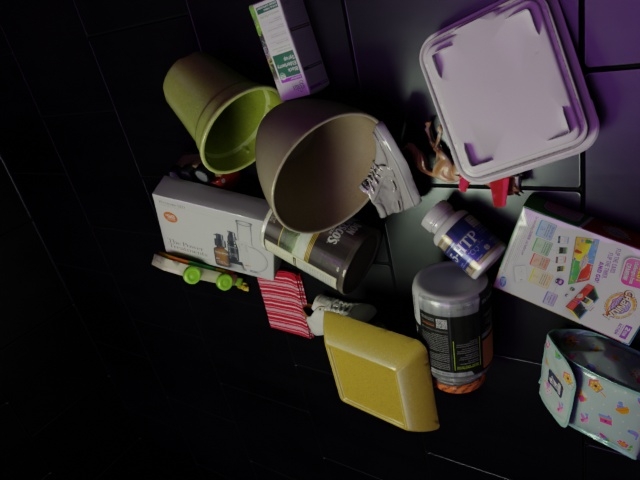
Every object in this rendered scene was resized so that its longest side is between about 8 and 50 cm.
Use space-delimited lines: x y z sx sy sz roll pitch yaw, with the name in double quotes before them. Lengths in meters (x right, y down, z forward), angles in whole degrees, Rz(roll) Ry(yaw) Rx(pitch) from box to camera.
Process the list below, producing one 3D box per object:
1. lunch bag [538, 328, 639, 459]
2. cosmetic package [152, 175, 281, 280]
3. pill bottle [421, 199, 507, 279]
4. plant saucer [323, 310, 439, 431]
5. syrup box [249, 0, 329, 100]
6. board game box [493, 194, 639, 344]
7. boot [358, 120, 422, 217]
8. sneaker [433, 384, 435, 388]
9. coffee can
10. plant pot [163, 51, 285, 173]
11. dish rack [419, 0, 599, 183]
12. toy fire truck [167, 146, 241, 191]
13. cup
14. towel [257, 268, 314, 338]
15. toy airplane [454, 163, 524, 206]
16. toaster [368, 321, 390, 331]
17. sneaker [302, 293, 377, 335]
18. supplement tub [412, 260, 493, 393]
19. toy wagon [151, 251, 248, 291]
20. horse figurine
"lunch bag" 0.646 0.346 1.283 0.262 0.160 0.223 22 134 40
"cosmetic package" -0.309 -0.033 1.693 0.378 0.097 0.284 14 139 7
"pill bottle" 0.338 -0.007 1.304 0.187 0.112 0.112 44 137 18
"plant saucer" 0.148 0.381 1.509 0.333 0.081 0.332 13 131 38
"syrup box" -0.073 -0.471 1.324 0.093 0.096 0.236 -2 116 39
"board game box" 0.575 0.065 1.208 0.317 0.064 0.242 25 131 22
"boot" 0.147 -0.155 1.295 0.124 0.095 0.258 -26 129 8
"sneaker" 0.307 0.386 1.627 0.072 0.077 0.178 8 124 35
"coffee can" 0.000 0.000 1.512 0.276 0.201 0.201 28 132 20
"plant pot" -0.278 -0.365 1.464 0.254 0.276 0.276 45 137 21
"dish rack" 0.355 -0.291 1.069 0.286 0.072 0.332 -18 96 33
"toy fire truck" -0.342 -0.159 1.733 0.217 0.158 0.246 4 142 42
"cup" -0.031 -0.215 1.345 0.237 0.331 0.330 47 142 37
"towel" -0.127 0.211 1.880 0.199 0.031 0.274 9 124 34
"toy airplane" 0.359 -0.142 1.174 0.151 0.028 0.151 11 115 24
"toaster" 0.161 0.353 1.668 0.129 0.146 0.227 -31 98 45
"sneaker" 0.043 0.224 1.701 0.290 0.106 0.123 -20 107 45
"supplement tub" 0.345 0.227 1.406 0.194 0.194 0.315 10 123 33
"toy wagon" -0.398 0.110 1.878 0.267 0.345 0.068 13 88 54
"horse figurine" 0.321 -0.188 1.232 0.264 0.066 0.174 2 118 30
